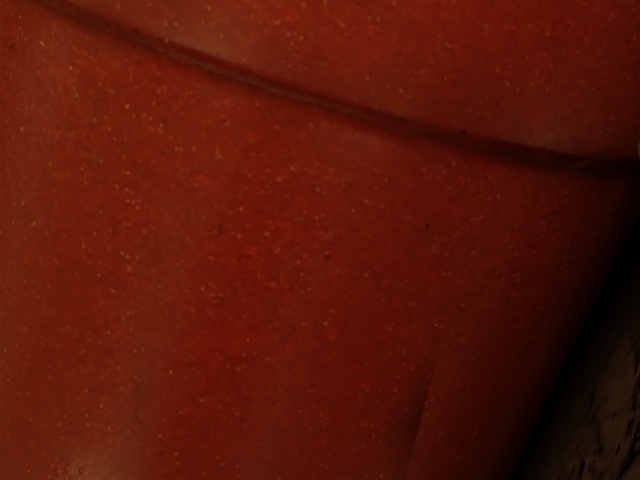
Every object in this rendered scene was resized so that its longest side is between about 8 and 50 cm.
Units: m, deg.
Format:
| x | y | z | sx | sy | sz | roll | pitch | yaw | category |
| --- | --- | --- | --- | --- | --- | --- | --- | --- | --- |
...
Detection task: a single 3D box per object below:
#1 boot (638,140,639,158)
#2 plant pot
| x | y | z | sx | sy | sz | roll | pitch | yaw | category |
| --- | --- | --- | --- | --- | --- | --- | --- | --- | --- |
| 0.102 | 0.030 | 0.303 | 0.198 | 0.077 | 0.137 | 172 | 118 | -79 | boot |
| -0.019 | -0.010 | 0.507 | 0.272 | 0.272 | 0.265 | -98 | 25 | -72 | plant pot |
